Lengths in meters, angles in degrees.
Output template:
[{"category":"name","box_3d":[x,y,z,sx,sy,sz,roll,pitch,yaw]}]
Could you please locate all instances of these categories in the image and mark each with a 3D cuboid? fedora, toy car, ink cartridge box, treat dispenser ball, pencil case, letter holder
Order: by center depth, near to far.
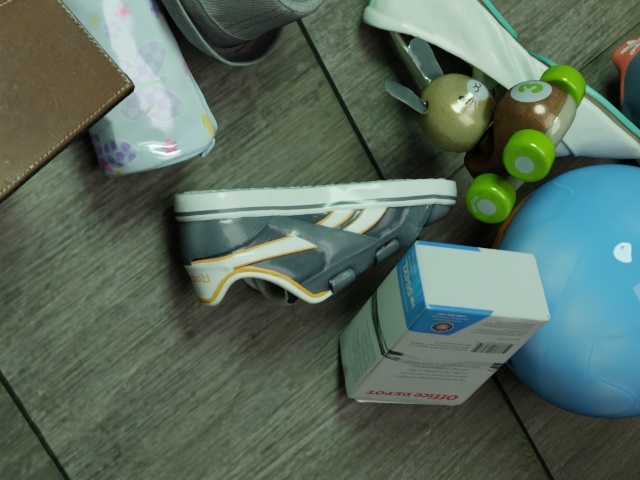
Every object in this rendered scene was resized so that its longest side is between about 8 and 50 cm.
[{"category":"letter holder","box_3d":[-0.341,-0.101,1.163,0.214,0.152,0.302,51,50,-10]},{"category":"pencil case","box_3d":[-0.192,-0.198,1.394,0.124,0.113,0.273,-23,104,-26]},{"category":"fedora","box_3d":[-0.062,-0.311,1.406,0.243,0.124,0.275,38,51,-49]},{"category":"toy car","box_3d":[0.162,-0.142,1.534,0.188,0.149,0.155,35,46,-3]},{"category":"ink cartridge box","box_3d":[0.127,0.094,1.546,0.148,0.203,0.086,6,56,-24]},{"category":"treat dispenser ball","box_3d":[0.328,0.057,1.639,0.288,0.288,0.288,-2,93,-33]}]

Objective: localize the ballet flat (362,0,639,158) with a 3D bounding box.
[{"category":"ballet flat","box_3d":[0.203,-0.183,1.657,0.400,0.139,0.139,37,73,-24]}]

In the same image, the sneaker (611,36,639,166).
[{"category":"sneaker","box_3d":[0.444,-0.107,1.807,0.131,0.148,0.350,-28,127,-14]}]

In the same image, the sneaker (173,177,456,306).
[{"category":"sneaker","box_3d":[0.000,0.000,1.523,0.321,0.126,0.128,-6,92,-25]}]
